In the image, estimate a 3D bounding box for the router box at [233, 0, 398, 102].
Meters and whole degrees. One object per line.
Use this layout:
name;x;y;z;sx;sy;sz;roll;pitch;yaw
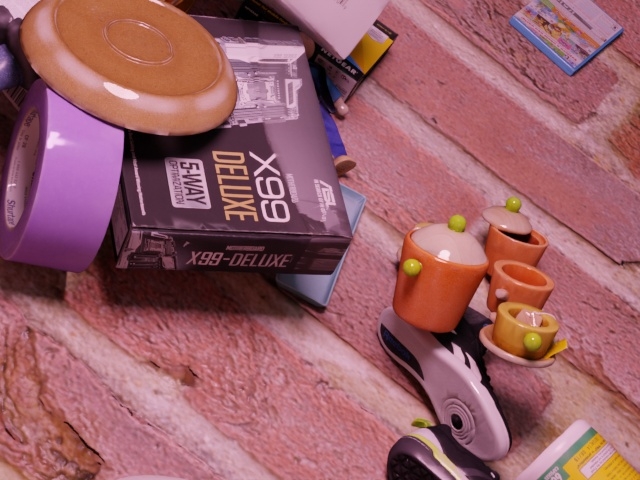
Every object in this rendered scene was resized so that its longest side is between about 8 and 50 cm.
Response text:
router box;-0.006;-0.271;2.131;0.179;0.046;0.133;36;44;2

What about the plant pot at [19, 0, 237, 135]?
plant pot;-0.192;-0.196;1.722;0.236;0.032;0.236;17;36;-13

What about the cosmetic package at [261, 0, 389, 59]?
cosmetic package;-0.092;-0.400;1.970;0.385;0.156;0.217;39;1;39

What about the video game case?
video game case;0.356;-0.309;2.399;0.119;0.015;0.166;43;44;8

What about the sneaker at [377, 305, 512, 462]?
sneaker;0.171;0.142;1.848;0.121;0.079;0.217;-14;55;-38

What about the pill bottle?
pill bottle;0.310;0.302;1.773;0.208;0.117;0.117;46;45;11

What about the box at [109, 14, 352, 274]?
box;-0.116;-0.107;1.790;0.242;0.076;0.307;3;52;-22

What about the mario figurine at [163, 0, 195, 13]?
mario figurine;-0.274;-0.397;1.973;0.320;0.198;0.170;37;39;12

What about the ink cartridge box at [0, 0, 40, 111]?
ink cartridge box;-0.304;-0.225;1.929;0.189;0.066;0.232;49;25;15

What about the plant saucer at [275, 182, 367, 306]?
plant saucer;0.000;0.000;1.923;0.067;0.018;0.192;28;43;-6

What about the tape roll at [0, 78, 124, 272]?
tape roll;-0.267;-0.066;1.699;0.080;0.189;0.189;11;49;-23

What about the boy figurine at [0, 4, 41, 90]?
boy figurine;-0.441;-0.159;1.722;0.285;0.092;0.177;-19;32;-21

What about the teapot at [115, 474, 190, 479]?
teapot;-0.121;0.336;1.453;0.256;0.187;0.252;25;14;14

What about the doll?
doll;-0.008;-0.169;2.024;0.129;0.046;0.189;10;56;-45

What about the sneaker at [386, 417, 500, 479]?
sneaker;0.173;0.275;1.740;0.235;0.084;0.097;48;43;13

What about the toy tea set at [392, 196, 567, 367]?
toy tea set;0.186;0.013;1.876;0.200;0.124;0.336;17;20;-2
